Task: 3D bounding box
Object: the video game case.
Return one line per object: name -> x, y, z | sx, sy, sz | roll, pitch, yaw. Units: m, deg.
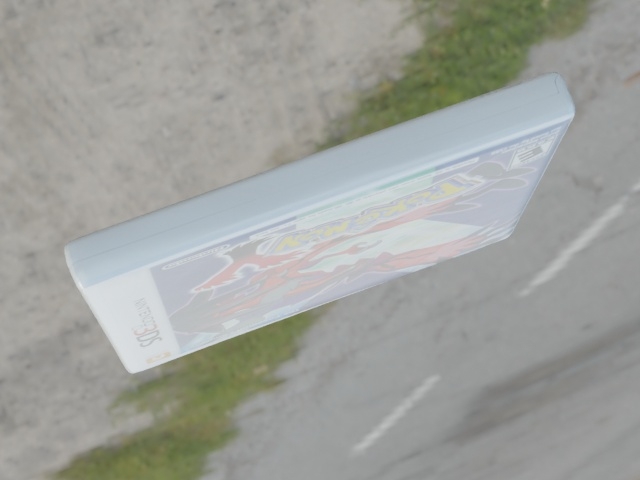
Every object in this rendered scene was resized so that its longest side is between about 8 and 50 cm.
video game case -> 0.000, 0.000, 0.655 | 0.201, 0.023, 0.183 | -20, 166, -6
